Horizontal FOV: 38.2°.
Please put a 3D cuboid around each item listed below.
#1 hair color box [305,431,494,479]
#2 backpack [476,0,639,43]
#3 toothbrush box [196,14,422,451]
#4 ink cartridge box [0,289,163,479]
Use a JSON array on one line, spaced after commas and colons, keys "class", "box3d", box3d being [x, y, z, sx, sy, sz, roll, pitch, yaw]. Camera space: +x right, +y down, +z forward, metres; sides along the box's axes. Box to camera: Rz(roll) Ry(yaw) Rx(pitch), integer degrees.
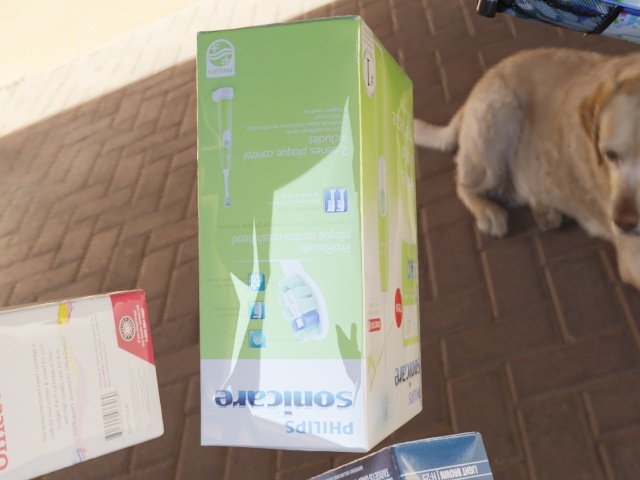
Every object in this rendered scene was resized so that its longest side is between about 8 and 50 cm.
[{"class": "hair color box", "box3d": [0.088, 0.350, 0.752, 0.174, 0.105, 0.347, -38, 60, 47]}, {"class": "backpack", "box3d": [0.144, -0.147, 0.427, 0.114, 0.105, 0.084, 15, -5, -4]}, {"class": "toothbrush box", "box3d": [0.000, 0.000, 0.696, 0.122, 0.283, 0.206, -1, -4, 16]}, {"class": "ink cartridge box", "box3d": [-0.383, 0.197, 1.288, 0.131, 0.226, 0.306, -7, -1, 39]}]
